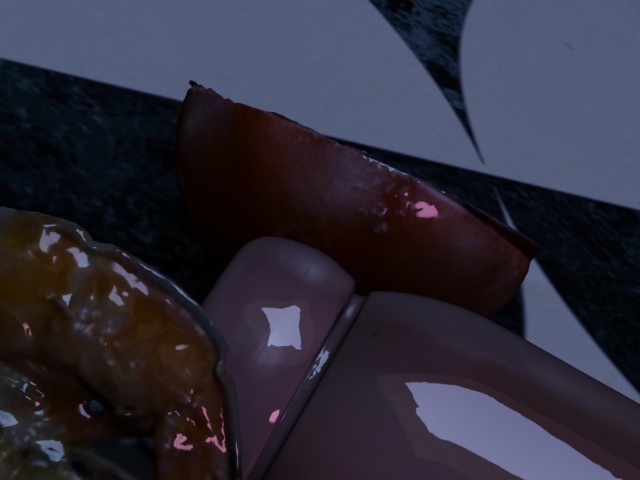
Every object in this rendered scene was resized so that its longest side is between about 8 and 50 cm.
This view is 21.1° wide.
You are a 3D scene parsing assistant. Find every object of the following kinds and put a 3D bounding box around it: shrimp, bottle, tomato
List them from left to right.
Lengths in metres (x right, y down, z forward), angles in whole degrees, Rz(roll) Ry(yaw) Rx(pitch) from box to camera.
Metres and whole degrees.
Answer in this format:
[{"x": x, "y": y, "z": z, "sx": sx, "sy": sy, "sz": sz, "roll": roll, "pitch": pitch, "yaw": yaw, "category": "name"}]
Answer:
[{"x": -0.082, "y": 0.111, "z": 0.767, "sx": 0.317, "sy": 0.164, "sz": 0.062, "roll": 44, "pitch": 16, "yaw": 1, "category": "shrimp"}, {"x": 0.000, "y": 0.000, "z": 0.982, "sx": 0.228, "sy": 0.112, "sz": 0.199, "roll": 21, "pitch": -5, "yaw": 39, "category": "tomato"}, {"x": 0.055, "y": 0.121, "z": 0.858, "sx": 0.296, "sy": 0.173, "sz": 0.206, "roll": 29, "pitch": 2, "yaw": 1, "category": "bottle"}]
